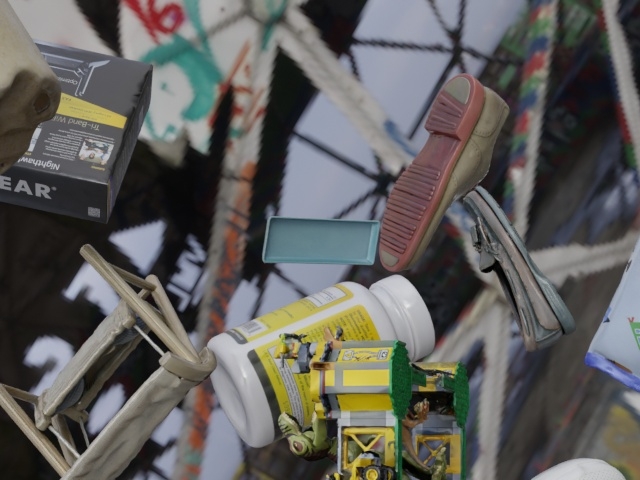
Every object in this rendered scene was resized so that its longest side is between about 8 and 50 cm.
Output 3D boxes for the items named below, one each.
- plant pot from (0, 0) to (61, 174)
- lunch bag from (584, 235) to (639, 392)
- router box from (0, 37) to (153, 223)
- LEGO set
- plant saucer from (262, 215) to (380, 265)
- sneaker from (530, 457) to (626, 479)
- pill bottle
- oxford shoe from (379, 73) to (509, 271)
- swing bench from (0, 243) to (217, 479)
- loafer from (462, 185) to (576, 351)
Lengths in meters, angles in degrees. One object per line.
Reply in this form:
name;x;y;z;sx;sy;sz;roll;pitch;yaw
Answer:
plant pot;-0.441;-0.203;1.354;0.334;0.305;0.334;-40;-8;-7
lunch bag;0.567;0.052;1.701;0.385;0.239;0.328;-2;-60;-52
router box;-0.401;-0.163;1.774;0.081;0.309;0.243;102;180;-48
LEGO set;0.004;0.197;1.123;0.331;0.192;0.255;5;-97;-72
plant saucer;0.000;0.000;1.896;0.018;0.192;0.067;21;106;53
sneaker;0.203;0.259;1.037;0.292;0.108;0.169;-34;7;-41
pill bottle;0.004;0.179;2.100;0.334;0.188;0.188;-22;-14;-19
oxford shoe;0.215;-0.095;2.211;0.123;0.130;0.348;35;100;55
swing bench;-0.293;0.193;1.816;0.253;0.254;0.165;-47;-35;8
loafer;0.276;0.041;1.975;0.084;0.267;0.096;-32;-21;2
